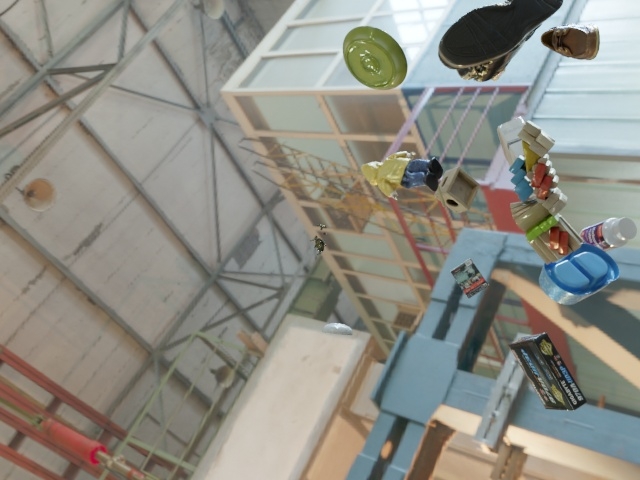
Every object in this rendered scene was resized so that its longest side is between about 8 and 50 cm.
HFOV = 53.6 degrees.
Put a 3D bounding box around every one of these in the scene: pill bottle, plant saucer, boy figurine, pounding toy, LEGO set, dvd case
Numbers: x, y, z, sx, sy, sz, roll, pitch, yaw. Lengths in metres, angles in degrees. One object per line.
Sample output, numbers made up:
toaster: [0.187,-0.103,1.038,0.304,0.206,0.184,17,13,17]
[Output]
pill bottle: [1.035,-0.019,2.278,0.108,0.193,0.108,4,-106,-16]
plant saucer: [0.169,-0.584,2.067,0.037,0.240,0.241,-54,-44,-30]
boy figurine: [0.255,-0.214,2.105,0.092,0.285,0.177,37,-115,-45]
pounding toy: [0.496,-0.197,2.489,0.206,0.094,0.181,35,-111,-18]
LEGO set: [0.002,0.000,1.630,0.023,0.054,0.083,3,-61,-50]
dvd case: [0.529,0.135,2.248,0.119,0.087,0.013,54,-173,-5]

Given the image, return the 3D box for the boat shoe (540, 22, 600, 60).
boat shoe: [0.457,-0.364,1.162,0.178,0.060,0.064,-93,-2,-69]

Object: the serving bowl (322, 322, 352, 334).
serving bowl: [0.046,0.237,1.702,0.083,0.083,0.027,15,-100,-54]

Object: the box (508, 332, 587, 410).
box: [0.650,0.379,1.825,0.051,0.175,0.220,-27,-98,-13]

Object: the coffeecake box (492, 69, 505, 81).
coffeecake box: [0.583,-0.684,2.301,0.185,0.068,0.142,21,-117,-11]

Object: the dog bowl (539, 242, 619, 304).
dog bowl: [0.820,0.111,2.023,0.297,0.166,0.074,-18,-36,-31]

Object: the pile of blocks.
pile of blocks: [0.525,-0.106,1.538,0.112,0.148,0.362,-33,-73,-63]

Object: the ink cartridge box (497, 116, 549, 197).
ink cartridge box: [0.676,-0.277,2.091,0.159,0.092,0.218,56,-167,-47]

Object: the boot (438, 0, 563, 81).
boot: [0.435,-0.513,1.683,0.377,0.284,0.138,-37,-95,-16]
